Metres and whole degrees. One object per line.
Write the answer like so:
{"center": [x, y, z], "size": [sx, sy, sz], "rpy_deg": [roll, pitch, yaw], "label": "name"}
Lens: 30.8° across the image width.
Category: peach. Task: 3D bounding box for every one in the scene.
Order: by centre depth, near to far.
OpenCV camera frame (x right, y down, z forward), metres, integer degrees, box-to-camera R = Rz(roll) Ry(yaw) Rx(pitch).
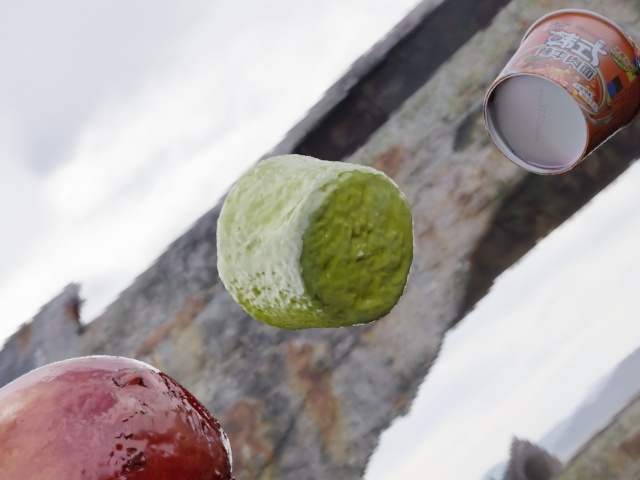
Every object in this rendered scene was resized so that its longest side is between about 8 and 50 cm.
{"center": [-0.294, 0.320, 1.494], "size": [0.370, 0.370, 0.370], "rpy_deg": [-35, -16, -12], "label": "peach"}

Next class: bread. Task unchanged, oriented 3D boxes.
{"center": [0.000, 0.000, 2.213], "size": [0.348, 0.348, 0.308], "rpy_deg": [-29, 12, -29], "label": "bread"}

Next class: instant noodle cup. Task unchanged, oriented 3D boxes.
{"center": [0.408, -0.240, 1.979], "size": [0.192, 0.250, 0.250], "rpy_deg": [-44, -8, -39], "label": "instant noodle cup"}
